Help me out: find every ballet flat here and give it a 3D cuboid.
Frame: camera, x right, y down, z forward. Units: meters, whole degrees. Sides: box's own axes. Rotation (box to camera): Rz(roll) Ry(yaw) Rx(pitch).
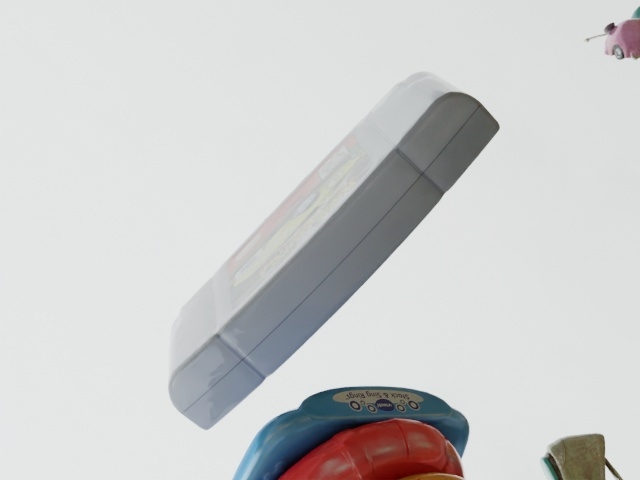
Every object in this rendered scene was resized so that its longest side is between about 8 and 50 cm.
[{"bbox_3d":[0.199,0.208,1.083,0.057,0.052,0.168,105,146,-81],"label":"ballet flat"}]

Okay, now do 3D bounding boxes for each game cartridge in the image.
[{"bbox_3d":[0.000,0.000,1.158,0.060,0.294,0.196,43,-176,-15],"label":"game cartridge"}]

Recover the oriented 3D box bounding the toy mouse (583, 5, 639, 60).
[{"bbox_3d":[0.278,-0.178,1.354,0.161,0.143,0.031,-23,-67,-40],"label":"toy mouse"}]

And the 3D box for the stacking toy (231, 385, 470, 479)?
[{"bbox_3d":[0.070,0.236,0.952,0.175,0.165,0.302,4,-149,-36],"label":"stacking toy"}]
